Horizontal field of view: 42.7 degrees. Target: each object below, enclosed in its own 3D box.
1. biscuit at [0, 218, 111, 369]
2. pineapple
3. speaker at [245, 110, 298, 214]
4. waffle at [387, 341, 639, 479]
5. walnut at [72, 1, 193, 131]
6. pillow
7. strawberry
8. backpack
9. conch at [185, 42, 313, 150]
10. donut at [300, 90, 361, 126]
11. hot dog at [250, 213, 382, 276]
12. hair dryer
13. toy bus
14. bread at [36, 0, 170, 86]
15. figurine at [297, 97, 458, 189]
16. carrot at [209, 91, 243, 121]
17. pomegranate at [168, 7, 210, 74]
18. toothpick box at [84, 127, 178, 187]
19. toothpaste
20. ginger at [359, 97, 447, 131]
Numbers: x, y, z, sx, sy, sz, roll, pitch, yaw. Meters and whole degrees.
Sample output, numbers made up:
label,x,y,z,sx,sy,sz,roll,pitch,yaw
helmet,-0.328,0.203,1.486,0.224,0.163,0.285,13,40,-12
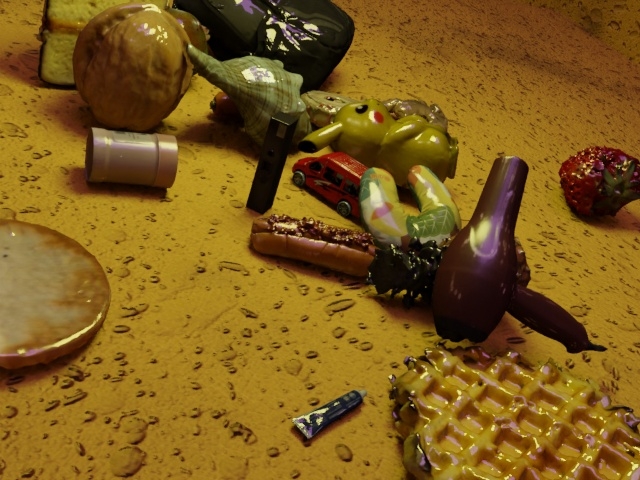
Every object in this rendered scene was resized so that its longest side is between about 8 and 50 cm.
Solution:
label,x,y,z,sx,sy,sz,roll,pitch,yaw
biscuit,-0.403,0.063,1.150,0.205,0.040,0.309,-6,39,-36
pineapple,0.214,0.046,1.423,0.279,0.157,0.158,4,34,-18
speaker,-0.090,-0.141,1.506,0.040,0.191,0.046,25,32,9
waffle,0.283,0.279,1.141,0.382,0.095,0.379,11,30,-10
walnut,-0.366,-0.348,1.623,0.257,0.257,0.224,1,35,-28
pillow,0.171,-0.049,1.563,0.233,0.086,0.214,-6,64,-34
strawberry,0.657,-0.150,1.969,0.184,0.187,0.201,43,0,-31
backpack,-0.151,-0.553,2.087,0.446,0.255,0.363,33,31,-3
conch,-0.130,-0.316,1.715,0.203,0.169,0.386,27,-18,48
donut,0.028,-0.305,1.945,0.175,0.068,0.174,12,22,-5
hot dog,0.000,0.000,1.444,0.249,0.076,0.102,14,27,-7
hair dryer,0.357,0.067,1.341,0.340,0.312,0.123,30,-15,-17
toy bus,0.034,-0.125,1.651,0.195,0.089,0.081,35,33,25
bread,-0.458,-0.439,1.710,0.198,0.263,0.236,29,29,25
figurine,0.139,-0.208,1.775,0.327,0.169,0.218,23,15,2
carrot,-0.142,-0.292,1.847,0.225,0.067,0.067,8,32,-23
pomegranate,-0.332,-0.455,1.900,0.180,0.180,0.210,31,35,18
toothpick box,-0.339,-0.147,1.466,0.149,0.098,0.098,3,34,-25
toothpaste,0.018,0.234,1.131,0.037,0.021,0.140,39,37,28
ginger,0.226,-0.320,2.105,0.259,0.065,0.149,6,35,-26
